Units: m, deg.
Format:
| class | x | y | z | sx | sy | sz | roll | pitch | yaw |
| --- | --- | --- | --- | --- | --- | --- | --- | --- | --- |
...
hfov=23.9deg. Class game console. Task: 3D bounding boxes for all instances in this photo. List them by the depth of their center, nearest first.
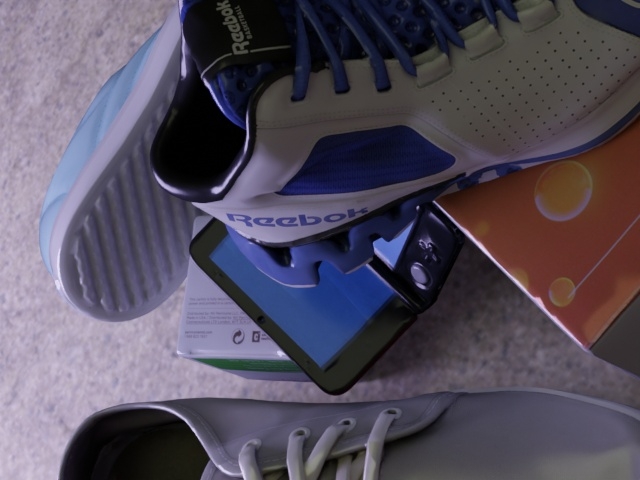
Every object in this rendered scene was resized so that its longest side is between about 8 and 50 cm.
| class | x | y | z | sx | sy | sz | roll | pitch | yaw |
| --- | --- | --- | --- | --- | --- | --- | --- | --- | --- |
| game console | 0.000 | 0.000 | 0.927 | 0.144 | 0.124 | 0.085 | 43 | 58 | 16 |

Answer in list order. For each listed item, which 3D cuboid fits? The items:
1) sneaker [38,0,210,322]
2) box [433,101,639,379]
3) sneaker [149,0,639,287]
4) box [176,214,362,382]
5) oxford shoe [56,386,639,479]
| class | x | y | z | sx | sy | sz | roll | pitch | yaw |
| --- | --- | --- | --- | --- | --- | --- | --- | --- | --- |
| sneaker | -0.090 | -0.119 | 1.095 | 0.366 | 0.135 | 0.150 | -51 | 31 | -4 |
| box | 0.148 | -0.104 | 0.901 | 0.215 | 0.168 | 0.345 | -50 | 55 | 11 |
| sneaker | 0.034 | -0.092 | 0.757 | 0.315 | 0.182 | 0.127 | -35 | 61 | 22 |
| box | -0.029 | 0.040 | 1.025 | 0.101 | 0.087 | 0.102 | -2 | 74 | 33 |
| oxford shoe | 0.013 | 0.167 | 0.934 | 0.449 | 0.130 | 0.169 | -3 | 72 | 32 |
